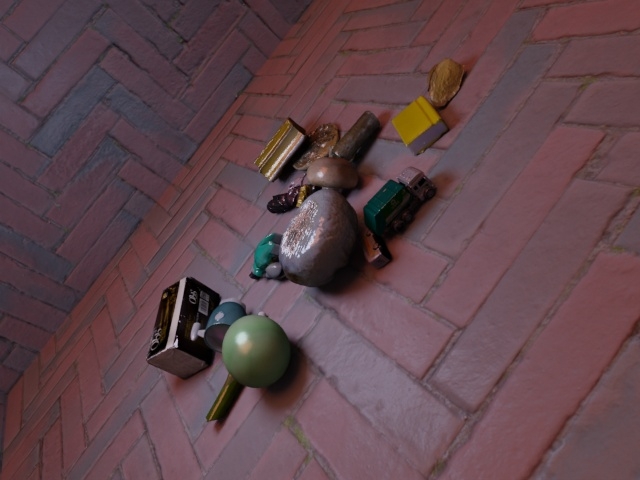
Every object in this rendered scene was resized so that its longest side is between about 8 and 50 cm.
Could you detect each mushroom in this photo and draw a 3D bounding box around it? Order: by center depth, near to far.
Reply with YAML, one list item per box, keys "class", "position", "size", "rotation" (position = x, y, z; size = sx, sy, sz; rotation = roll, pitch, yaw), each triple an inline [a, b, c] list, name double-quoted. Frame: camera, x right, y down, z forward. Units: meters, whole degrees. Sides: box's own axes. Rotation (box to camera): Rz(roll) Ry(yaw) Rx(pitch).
- class: "mushroom"
  position: [0.044, -0.229, 1.895]
  size: [0.204, 0.204, 0.204]
  rotation: [-30, 39, 28]

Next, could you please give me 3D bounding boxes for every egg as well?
- class: "egg"
  position: [-0.211, 0.358, 1.580]
  size: [0.220, 0.220, 0.269]
  rotation: [-50, 23, 0]

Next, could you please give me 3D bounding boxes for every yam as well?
- class: "yam"
  position: [0.144, -0.424, 1.994]
  size: [0.259, 0.093, 0.093]
  rotation: [-51, 33, -17]

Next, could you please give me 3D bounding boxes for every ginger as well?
- class: "ginger"
  position: [0.453, -0.592, 1.846]
  size: [0.193, 0.115, 0.122]
  rotation: [-67, 15, -11]

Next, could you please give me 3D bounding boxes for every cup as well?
- class: "cup"
  position: [-0.350, 0.316, 1.844]
  size: [0.299, 0.168, 0.173]
  rotation: [-11, 34, 9]

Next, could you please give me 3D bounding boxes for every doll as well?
- class: "doll"
  position: [-0.196, 0.060, 1.940]
  size: [0.258, 0.153, 0.195]
  rotation: [-16, 63, 63]

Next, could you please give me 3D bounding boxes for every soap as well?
- class: "soap"
  position: [-0.188, -0.438, 2.334]
  size: [0.281, 0.143, 0.259]
  rotation: [-49, 19, 13]

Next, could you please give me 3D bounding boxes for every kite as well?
- class: "kite"
  position: [0.106, -0.392, 2.087]
  size: [0.229, 0.012, 0.250]
  rotation: [31, 87, 46]

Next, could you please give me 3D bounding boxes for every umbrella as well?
- class: "umbrella"
  position: [-0.113, -0.185, 2.098]
  size: [0.325, 0.094, 0.091]
  rotation: [-16, 74, 42]

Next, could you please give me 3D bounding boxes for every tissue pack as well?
- class: "tissue pack"
  position: [-0.557, 0.349, 2.002]
  size: [0.198, 0.210, 0.370]
  rotation: [-35, 36, 28]

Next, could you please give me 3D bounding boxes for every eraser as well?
- class: "eraser"
  position: [0.368, -0.431, 1.796]
  size: [0.158, 0.069, 0.226]
  rotation: [-36, 37, 19]

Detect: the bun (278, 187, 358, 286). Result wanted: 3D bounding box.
- class: "bun"
  position: [0.000, 0.000, 1.664]
  size: [0.362, 0.211, 0.362]
  rotation: [-50, 20, 25]

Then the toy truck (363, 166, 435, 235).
- class: "toy truck"
  position: [0.253, -0.127, 1.586]
  size: [0.253, 0.124, 0.114]
  rotation: [-47, 37, 0]

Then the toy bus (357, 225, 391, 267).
- class: "toy bus"
  position: [0.175, 0.020, 1.603]
  size: [0.072, 0.057, 0.172]
  rotation: [-43, 33, 17]

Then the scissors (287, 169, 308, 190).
- class: "scissors"
  position: [-0.082, -0.298, 2.242]
  size: [0.189, 0.015, 0.100]
  rotation: [-52, 35, -6]

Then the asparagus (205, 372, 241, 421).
- class: "asparagus"
  position: [-0.310, 0.510, 1.691]
  size: [0.059, 0.067, 0.278]
  rotation: [22, 77, 27]

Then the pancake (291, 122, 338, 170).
- class: "pancake"
  position: [-0.025, -0.443, 2.276]
  size: [0.282, 0.049, 0.283]
  rotation: [-29, 36, 24]

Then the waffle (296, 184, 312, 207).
- class: "waffle"
  position: [-0.059, -0.129, 1.925]
  size: [0.051, 0.194, 0.149]
  rotation: [10, 63, 8]
